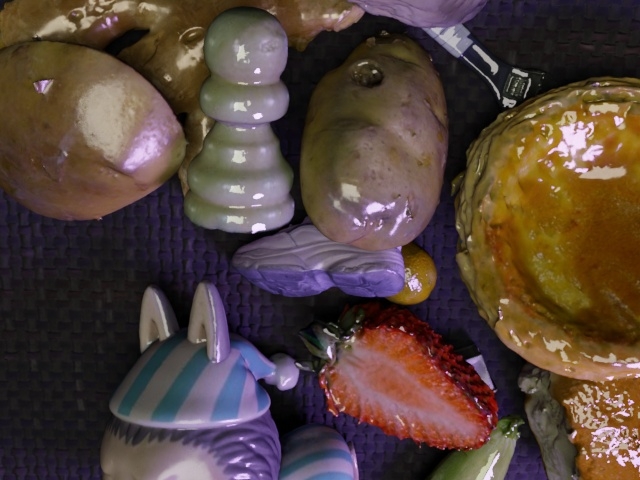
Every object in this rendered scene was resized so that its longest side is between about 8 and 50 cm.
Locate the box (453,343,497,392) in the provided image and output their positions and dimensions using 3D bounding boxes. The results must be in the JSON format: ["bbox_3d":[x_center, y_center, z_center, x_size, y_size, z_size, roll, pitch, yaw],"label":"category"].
[{"bbox_3d":[0.199,0.190,1.329,0.084,0.060,0.063,-17,101,4],"label":"box"}]

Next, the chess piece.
[{"bbox_3d":[-0.087,-0.142,1.072,0.133,0.133,0.243,4,112,-3],"label":"chess piece"}]

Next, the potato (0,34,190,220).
[{"bbox_3d":[-0.310,-0.113,1.099,0.299,0.116,0.239,-4,130,30],"label":"potato"}]

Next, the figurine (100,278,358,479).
[{"bbox_3d":[-0.108,0.232,1.221,0.361,0.266,0.378,-7,118,-14],"label":"figurine"}]

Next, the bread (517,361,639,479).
[{"bbox_3d":[0.414,0.249,1.266,0.250,0.225,0.279,-17,100,-3],"label":"bread"}]

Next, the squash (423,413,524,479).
[{"bbox_3d":[0.183,0.401,1.370,0.118,0.118,0.371,22,105,-9],"label":"squash"}]

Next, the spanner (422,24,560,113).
[{"bbox_3d":[0.182,-0.256,1.195,0.316,0.024,0.087,40,101,-13],"label":"spanner"}]

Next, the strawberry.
[{"bbox_3d":[0.110,0.175,1.273,0.286,0.106,0.188,28,124,9],"label":"strawberry"}]

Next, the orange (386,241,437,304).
[{"bbox_3d":[0.114,0.045,1.259,0.095,0.085,0.085,36,104,-28],"label":"orange"}]

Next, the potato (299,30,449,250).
[{"bbox_3d":[0.069,-0.121,1.136,0.191,0.141,0.296,30,64,-26],"label":"potato"}]

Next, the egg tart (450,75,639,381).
[{"bbox_3d":[0.347,-0.012,1.164,0.387,0.169,0.388,-2,75,9],"label":"egg tart"}]

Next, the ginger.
[{"bbox_3d":[-0.166,-0.252,1.145,0.363,0.122,0.348,40,101,-8],"label":"ginger"}]

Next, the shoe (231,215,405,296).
[{"bbox_3d":[0.000,0.000,1.234,0.244,0.138,0.095,-1,150,24],"label":"shoe"}]

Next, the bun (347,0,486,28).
[{"bbox_3d":[0.101,-0.380,1.038,0.204,0.281,0.282,22,111,31],"label":"bun"}]
